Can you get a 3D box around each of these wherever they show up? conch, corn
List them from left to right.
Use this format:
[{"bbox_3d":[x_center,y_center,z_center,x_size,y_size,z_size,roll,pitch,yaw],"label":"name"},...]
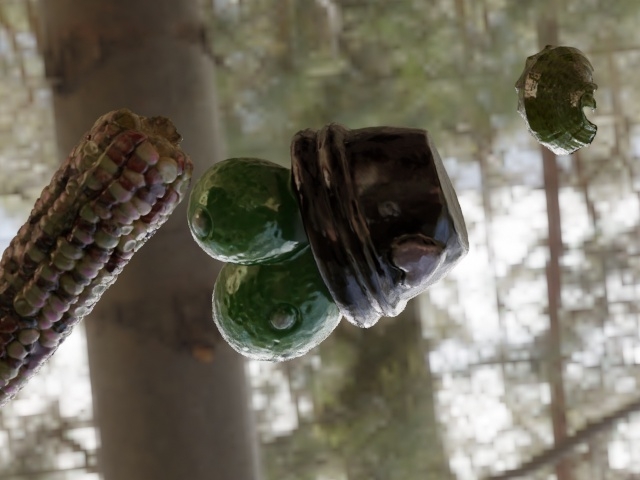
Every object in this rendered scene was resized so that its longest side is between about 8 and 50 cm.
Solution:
[{"bbox_3d":[-0.199,0.020,1.419,0.092,0.280,0.092,35,-168,-8],"label":"corn"},{"bbox_3d":[0.200,-0.111,1.499,0.074,0.089,0.121,-20,-155,-9],"label":"conch"}]

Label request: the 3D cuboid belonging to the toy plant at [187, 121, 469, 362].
[{"bbox_3d":[0.000,0.000,1.531,0.235,0.175,0.218,-17,137,10],"label":"toy plant"}]
